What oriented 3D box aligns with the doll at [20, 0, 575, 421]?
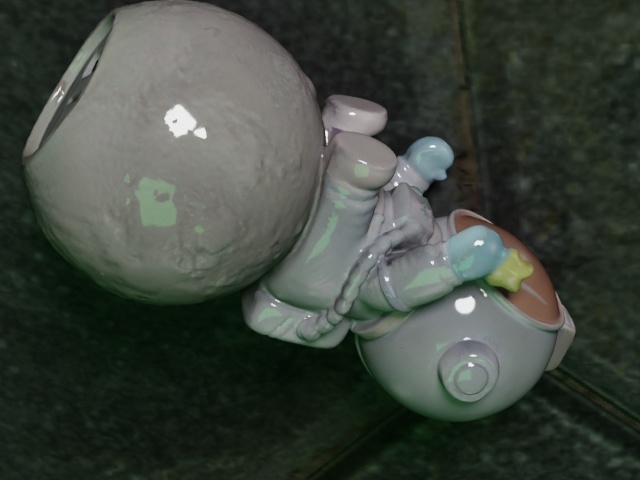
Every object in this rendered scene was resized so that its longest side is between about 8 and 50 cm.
[{"bbox_3d":[0.000,0.000,0.756,0.287,0.151,0.151,30,130,-20],"label":"doll"}]
